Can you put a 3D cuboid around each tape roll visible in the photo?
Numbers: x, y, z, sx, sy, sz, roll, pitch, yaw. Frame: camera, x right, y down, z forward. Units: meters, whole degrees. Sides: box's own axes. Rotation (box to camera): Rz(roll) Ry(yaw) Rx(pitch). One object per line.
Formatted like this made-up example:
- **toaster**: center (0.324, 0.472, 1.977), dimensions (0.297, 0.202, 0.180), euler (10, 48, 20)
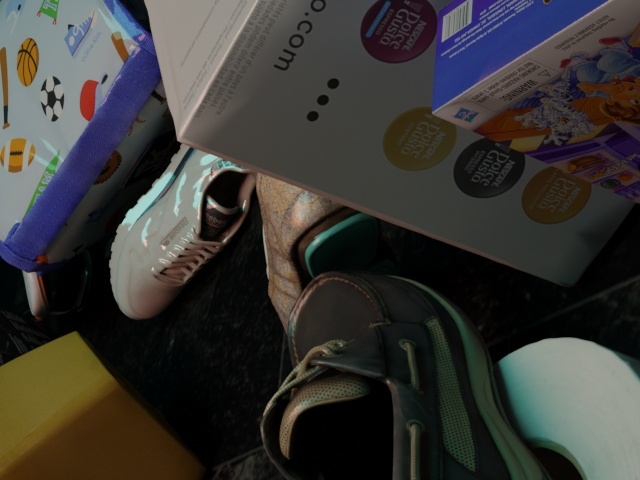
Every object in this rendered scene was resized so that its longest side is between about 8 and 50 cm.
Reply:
- **tape roll**: center (0.158, 0.210, 1.145), dimensions (0.286, 0.100, 0.286), euler (-38, 41, 44)

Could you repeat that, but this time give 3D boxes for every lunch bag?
- **lunch bag**: center (-0.243, -0.183, 1.979), dimensions (0.328, 0.239, 0.385), euler (-53, 25, 26)

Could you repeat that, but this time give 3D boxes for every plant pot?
- **plant pot**: center (-0.236, 0.214, 1.725), dimensions (0.187, 0.212, 0.212), euler (-44, 27, -4)

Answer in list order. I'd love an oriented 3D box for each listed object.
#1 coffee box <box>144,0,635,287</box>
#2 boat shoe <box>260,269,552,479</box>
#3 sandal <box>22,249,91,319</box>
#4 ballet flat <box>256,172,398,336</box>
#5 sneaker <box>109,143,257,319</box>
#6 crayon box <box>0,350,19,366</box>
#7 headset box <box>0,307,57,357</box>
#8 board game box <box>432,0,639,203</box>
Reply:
- **coffee box**: center (0.095, -0.233, 1.298), dimensions (0.338, 0.334, 0.338), euler (-57, 29, 25)
- **boat shoe**: center (0.038, 0.110, 1.180), dimensions (0.132, 0.130, 0.355), euler (-61, 28, 14)
- **sandal**: center (-0.296, 0.041, 2.070), dimensions (0.265, 0.076, 0.102), euler (-154, 54, -81)
- **ballet flat**: center (0.000, 0.000, 1.424), dimensions (0.106, 0.107, 0.316), euler (55, 166, 19)
- **sneaker**: center (-0.136, -0.008, 1.835), dimensions (0.235, 0.090, 0.095), euler (-60, 39, 21)
- **crayon box**: center (-0.348, 0.272, 1.898), dimensions (0.319, 0.202, 0.081), euler (-59, 30, 21)
- **headset box**: center (-0.435, 0.126, 2.047), dimensions (0.218, 0.293, 0.110), euler (33, 101, 61)
- **board game box**: center (0.261, -0.130, 1.044), dimensions (0.347, 0.233, 0.078), euler (-31, 46, 50)
